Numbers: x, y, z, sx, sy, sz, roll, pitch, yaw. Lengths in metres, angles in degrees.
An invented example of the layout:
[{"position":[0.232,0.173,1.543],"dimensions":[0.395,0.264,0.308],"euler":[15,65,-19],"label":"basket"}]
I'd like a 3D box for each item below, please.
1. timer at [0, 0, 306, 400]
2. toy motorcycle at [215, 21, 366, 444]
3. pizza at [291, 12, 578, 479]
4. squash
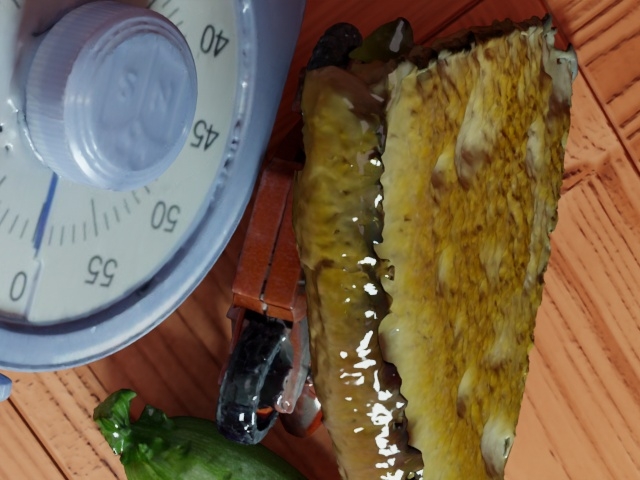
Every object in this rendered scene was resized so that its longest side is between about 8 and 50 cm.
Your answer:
[{"position":[-0.172,-0.085,1.091],"dimensions":[0.395,0.173,0.395],"euler":[-27,124,-48],"label":"timer"},{"position":[-0.002,0.000,1.264],"dimensions":[0.089,0.171,0.298],"euler":[16,94,14],"label":"toy motorcycle"},{"position":[0.068,0.006,1.201],"dimensions":[0.392,0.080,0.434],"euler":[39,59,-64],"label":"pizza"},{"position":[-0.019,0.230,1.308],"dimensions":[0.379,0.101,0.101],"euler":[43,80,-19],"label":"squash"}]
